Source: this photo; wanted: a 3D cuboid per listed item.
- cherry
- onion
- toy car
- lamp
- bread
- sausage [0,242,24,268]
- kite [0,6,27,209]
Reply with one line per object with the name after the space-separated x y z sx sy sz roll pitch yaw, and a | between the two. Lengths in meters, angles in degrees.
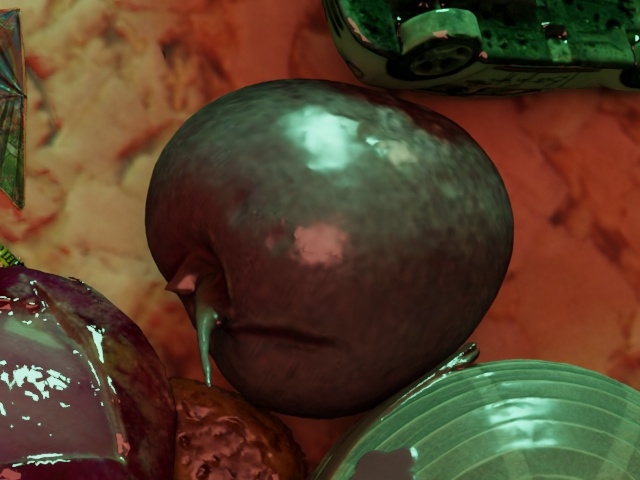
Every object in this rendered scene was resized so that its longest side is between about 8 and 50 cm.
0.000 0.000 1.063 0.266 0.183 0.213 -15 65 -34 | cherry
-0.215 0.120 1.028 0.250 0.111 0.247 14 74 18 | onion
0.122 -0.157 1.136 0.306 0.125 0.136 0 67 -30 | toy car
0.095 0.188 1.000 0.233 0.233 0.265 39 78 5 | lamp
-0.094 0.177 1.080 0.193 0.064 0.193 0 74 1 | bread
-0.265 -0.035 1.127 0.198 0.025 0.028 43 92 1 | sausage
-0.254 -0.098 1.154 0.190 0.010 0.159 39 80 5 | kite
